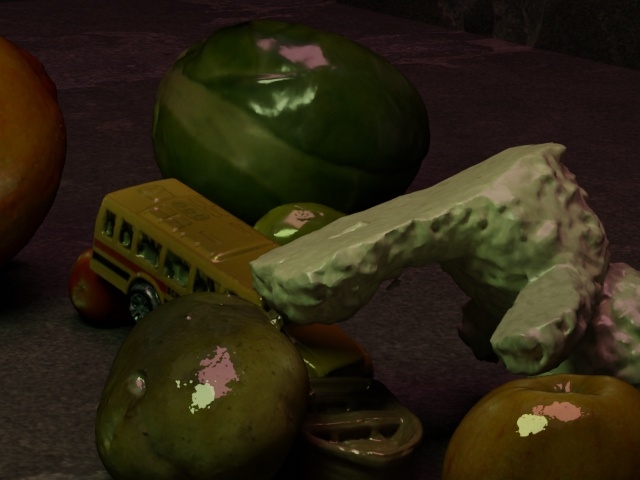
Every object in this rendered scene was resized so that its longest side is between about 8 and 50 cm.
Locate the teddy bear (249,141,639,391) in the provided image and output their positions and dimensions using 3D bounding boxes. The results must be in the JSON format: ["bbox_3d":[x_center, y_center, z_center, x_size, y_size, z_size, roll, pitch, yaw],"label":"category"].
[{"bbox_3d":[0.182,0.110,1.686,0.375,0.362,0.327,-26,7,-8],"label":"teddy bear"}]

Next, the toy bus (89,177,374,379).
[{"bbox_3d":[-0.088,0.054,1.852,0.121,0.123,0.335,-14,34,-41],"label":"toy bus"}]

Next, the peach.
[{"bbox_3d":[-0.447,-0.094,2.011,0.373,0.290,0.372,-31,26,17],"label":"peach"}]

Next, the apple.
[{"bbox_3d":[0.189,0.183,1.474,0.182,0.155,0.182,3,19,-1],"label":"apple"}]

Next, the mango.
[{"bbox_3d":[0.000,0.000,2.197,0.165,0.091,0.074,-1,6,-12],"label":"mango"}]

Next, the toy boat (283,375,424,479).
[{"bbox_3d":[0.025,0.179,1.626,0.116,0.061,0.188,0,16,-17],"label":"toy boat"}]

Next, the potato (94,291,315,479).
[{"bbox_3d":[-0.101,0.133,1.571,0.197,0.148,0.228,-7,29,22],"label":"potato"}]

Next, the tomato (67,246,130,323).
[{"bbox_3d":[-0.233,0.049,1.988,0.087,0.087,0.075,10,23,23],"label":"tomato"}]

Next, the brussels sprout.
[{"bbox_3d":[-0.054,-0.147,2.364,0.371,0.275,0.315,11,14,28],"label":"brussels sprout"}]
